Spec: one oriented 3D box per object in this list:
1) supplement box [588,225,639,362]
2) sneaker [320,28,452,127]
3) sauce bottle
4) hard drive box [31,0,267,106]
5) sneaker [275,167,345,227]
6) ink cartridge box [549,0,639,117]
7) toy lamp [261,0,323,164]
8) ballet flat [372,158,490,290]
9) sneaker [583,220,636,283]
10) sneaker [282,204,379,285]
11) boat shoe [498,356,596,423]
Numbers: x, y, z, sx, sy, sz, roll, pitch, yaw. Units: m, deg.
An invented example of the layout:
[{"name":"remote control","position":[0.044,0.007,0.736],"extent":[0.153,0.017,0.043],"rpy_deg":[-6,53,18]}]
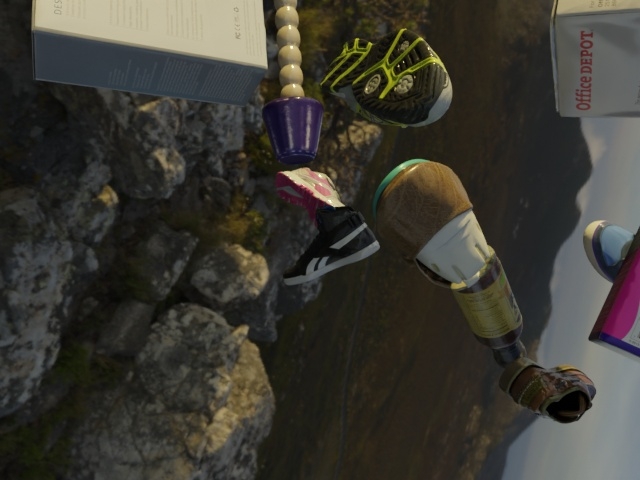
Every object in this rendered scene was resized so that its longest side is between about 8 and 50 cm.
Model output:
[{"name":"supplement box","position":[0.512,0.076,0.859],"extent":[0.220,0.111,0.114],"rpy_deg":[-64,160,-2]},{"name":"sneaker","position":[0.134,-0.267,0.985],"extent":[0.147,0.385,0.145],"rpy_deg":[29,102,-26]},{"name":"sauce bottle","position":[0.352,0.148,1.172],"extent":[0.344,0.111,0.111],"rpy_deg":[56,50,-39]},{"name":"hard drive box","position":[-0.185,-0.260,0.621],"extent":[0.232,0.089,0.181],"rpy_deg":[3,72,-26]},{"name":"sneaker","position":[0.006,-0.114,1.471],"extent":[0.111,0.252,0.103],"rpy_deg":[-37,161,-37]},{"name":"ink cartridge box","position":[0.570,-0.320,0.853],"extent":[0.285,0.394,0.167],"rpy_deg":[40,61,-60]},{"name":"toy lamp","position":[-0.041,-0.232,0.703],"extent":[0.080,0.080,0.275],"rpy_deg":[16,67,-66]},{"name":"ballet flat","position":[0.151,0.004,0.711],"extent":[0.116,0.124,0.342],"rpy_deg":[-39,162,1]},{"name":"sneaker","position":[0.757,0.067,1.223],"extent":[0.130,0.323,0.236],"rpy_deg":[-47,-172,-15]},{"name":"sneaker","position":[0.000,0.000,1.100],"extent":[0.121,0.216,0.079],"rpy_deg":[64,27,-5]},{"name":"boat shoe","position":[0.469,0.311,1.109],"extent":[0.307,0.104,0.111],"rpy_deg":[15,108,-39]}]
